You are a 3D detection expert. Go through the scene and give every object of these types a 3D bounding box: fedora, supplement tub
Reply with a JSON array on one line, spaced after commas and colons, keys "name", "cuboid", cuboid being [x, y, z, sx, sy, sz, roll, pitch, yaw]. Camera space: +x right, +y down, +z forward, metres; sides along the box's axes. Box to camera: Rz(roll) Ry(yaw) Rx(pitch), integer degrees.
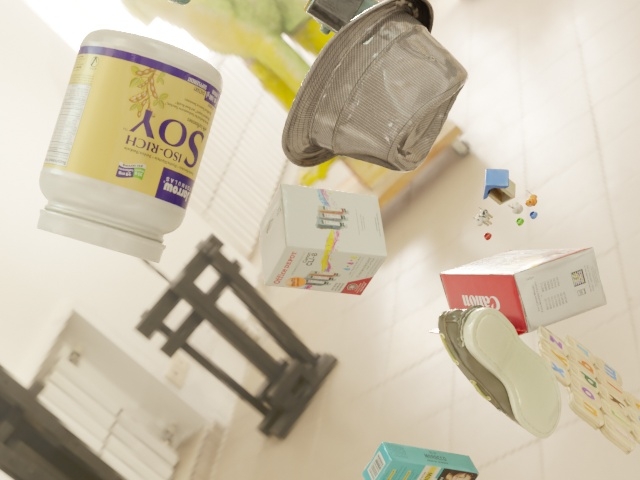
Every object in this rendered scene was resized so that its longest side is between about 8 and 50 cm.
[{"name": "fedora", "cuboid": [0.087, -0.164, 1.162, 0.275, 0.124, 0.243, -27, -30, -59]}, {"name": "supplement tub", "cuboid": [-0.313, -0.149, 1.573, 0.241, 0.241, 0.331, 6, 80, 66]}]

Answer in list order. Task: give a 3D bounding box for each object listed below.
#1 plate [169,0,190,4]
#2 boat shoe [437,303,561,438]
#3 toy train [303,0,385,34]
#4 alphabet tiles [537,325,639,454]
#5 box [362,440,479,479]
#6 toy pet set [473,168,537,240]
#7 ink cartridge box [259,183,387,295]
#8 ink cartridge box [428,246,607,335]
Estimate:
[{"name": "plate", "cuboid": [-0.254, -0.394, 1.340, 0.024, 0.188, 0.188, -49, 19, -16]}, {"name": "boat shoe", "cuboid": [0.297, 0.213, 1.584, 0.091, 0.305, 0.109, 5, 52, 49]}, {"name": "toy train", "cuboid": [0.111, -0.446, 2.039, 0.142, 0.334, 0.190, -56, 5, 11]}, {"name": "alphabet tiles", "cuboid": [0.506, 0.276, 1.783, 0.021, 0.278, 0.284, -52, 4, 22]}, {"name": "box", "cuboid": [0.220, 0.512, 2.125, 0.100, 0.244, 0.060, -62, 31, 22]}, {"name": "toy pet set", "cuboid": [0.334, -0.079, 1.800, 0.122, 0.065, 0.114, -29, 39, 40]}, {"name": "ink cartridge box", "cuboid": [0.000, 0.000, 1.598, 0.128, 0.176, 0.127, 120, 151, -51]}, {"name": "ink cartridge box", "cuboid": [0.397, 0.111, 2.071, 0.272, 0.130, 0.309, -17, 4, -22]}]
